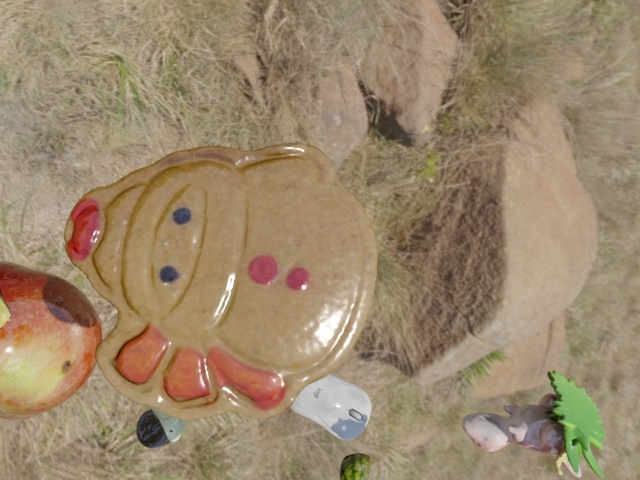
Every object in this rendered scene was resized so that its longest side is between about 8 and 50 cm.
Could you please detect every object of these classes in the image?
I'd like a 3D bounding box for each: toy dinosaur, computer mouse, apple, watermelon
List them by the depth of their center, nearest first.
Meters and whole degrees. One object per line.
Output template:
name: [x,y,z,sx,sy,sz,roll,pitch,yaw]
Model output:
toy dinosaur: [0.350,0.320,0.861,0.194,0.152,0.177,26,126,-10]
apple: [-0.631,0.199,1.094,0.348,0.348,0.277,57,37,-39]
watermelon: [0.082,0.597,1.381,0.163,0.069,0.087,-64,176,-70]
computer mouse: [0.031,0.533,1.789,0.184,0.297,0.121,-56,173,-22]

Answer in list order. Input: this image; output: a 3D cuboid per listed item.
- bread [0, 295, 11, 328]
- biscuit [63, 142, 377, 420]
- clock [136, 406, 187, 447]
bread: [-0.572,0.099,0.704,0.163,0.264,0.168,-38,92,-6]
biscuit: [-0.124,0.035,0.659,0.381,0.074,0.359,14,78,-4]
clock: [-0.382,0.363,1.482,0.120,0.276,0.379,36,44,-68]
